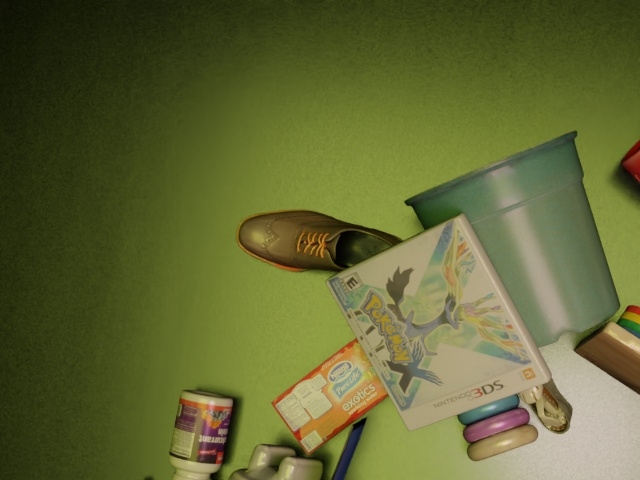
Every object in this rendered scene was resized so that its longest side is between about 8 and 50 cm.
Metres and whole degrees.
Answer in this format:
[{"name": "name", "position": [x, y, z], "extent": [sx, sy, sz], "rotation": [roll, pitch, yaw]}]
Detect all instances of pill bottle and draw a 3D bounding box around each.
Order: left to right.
[{"name": "pill bottle", "position": [-0.244, 0.403, 1.907], "extent": [0.108, 0.108, 0.193], "rotation": [9, 85, 9]}]

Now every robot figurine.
[{"name": "robot figurine", "position": [-0.107, 0.574, 1.819], "extent": [0.300, 0.200, 0.353], "rotation": [15, 85, 41]}]

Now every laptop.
[{"name": "laptop", "position": [0.088, 0.486, 1.784], "extent": [0.136, 0.234, 0.264], "rotation": [-33, 79, 4]}]

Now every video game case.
[{"name": "video game case", "position": [0.205, 0.155, 1.704], "extent": [0.300, 0.036, 0.329], "rotation": [-27, 93, 30]}]

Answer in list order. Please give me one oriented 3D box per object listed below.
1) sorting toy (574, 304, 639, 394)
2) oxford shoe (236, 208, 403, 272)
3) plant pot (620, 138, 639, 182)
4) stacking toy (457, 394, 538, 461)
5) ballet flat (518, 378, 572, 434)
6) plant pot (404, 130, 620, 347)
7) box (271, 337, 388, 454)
[{"name": "sorting toy", "position": [0.619, 0.222, 1.729], "extent": [0.257, 0.255, 0.089], "rotation": [34, 80, 11]}, {"name": "oxford shoe", "position": [0.000, 0.000, 1.904], "extent": [0.363, 0.133, 0.130], "rotation": [7, 85, 9]}, {"name": "plant pot", "position": [0.695, -0.153, 1.797], "extent": [0.191, 0.191, 0.174], "rotation": [-44, 89, 1]}, {"name": "stacking toy", "position": [0.300, 0.249, 1.843], "extent": [0.141, 0.141, 0.330], "rotation": [-20, 75, 6]}, {"name": "ballet flat", "position": [0.411, 0.291, 1.788], "extent": [0.072, 0.213, 0.068], "rotation": [-21, 36, 36]}, {"name": "plant pot", "position": [0.374, 0.016, 1.767], "extent": [0.341, 0.341, 0.334], "rotation": [-22, 89, 5]}, {"name": "box", "position": [0.046, 0.290, 1.868], "extent": [0.257, 0.122, 0.128], "rotation": [-38, 81, 2]}]
